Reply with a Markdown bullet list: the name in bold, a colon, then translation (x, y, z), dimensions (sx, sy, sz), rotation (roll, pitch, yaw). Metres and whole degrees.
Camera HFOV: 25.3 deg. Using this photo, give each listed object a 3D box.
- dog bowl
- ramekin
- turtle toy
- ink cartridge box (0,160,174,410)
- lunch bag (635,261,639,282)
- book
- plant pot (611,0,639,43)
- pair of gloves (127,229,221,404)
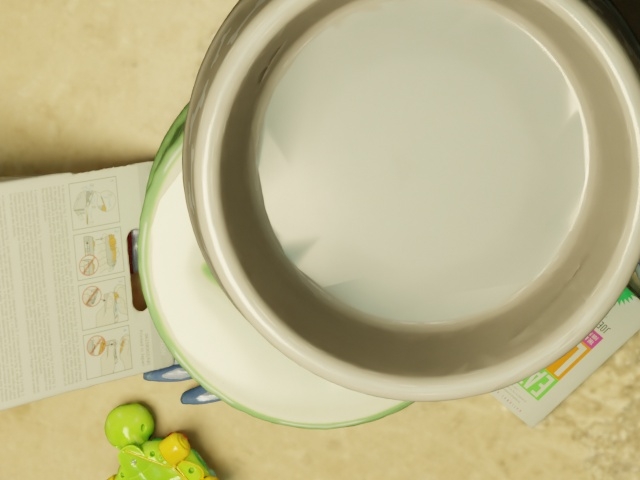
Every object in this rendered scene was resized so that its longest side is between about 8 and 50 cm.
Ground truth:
- **dog bowl**: translation (0.070, -0.049, 0.980), dimensions (0.348, 0.102, 0.349), rotation (0, 101, 2)
- **ramekin**: translation (0.000, 0.000, 1.119), dimensions (0.303, 0.148, 0.304), rotation (0, 100, 3)
- **turtle toy**: translation (-0.144, 0.201, 1.258), dimensions (0.095, 0.066, 0.130), rotation (-35, 97, 14)
- **ink cartridge box**: translation (-0.240, 0.038, 1.170), dimensions (0.066, 0.232, 0.189), rotation (13, 111, 48)
- **lunch bag**: translation (0.348, -0.015, 1.112), dimensions (0.219, 0.090, 0.176), rotation (-24, 99, 14)
- **book**: translation (0.194, 0.077, 1.193), dimensions (0.096, 0.035, 0.144), rotation (41, 106, -7)
- **plant pot**: translation (0.298, -0.269, 0.990), dimensions (0.229, 0.263, 0.263), rotation (-28, 99, -4)
- **pair of gloves**: translation (-0.088, 0.046, 1.231), dimensions (0.159, 0.023, 0.198), rotation (-2, 102, 10)
